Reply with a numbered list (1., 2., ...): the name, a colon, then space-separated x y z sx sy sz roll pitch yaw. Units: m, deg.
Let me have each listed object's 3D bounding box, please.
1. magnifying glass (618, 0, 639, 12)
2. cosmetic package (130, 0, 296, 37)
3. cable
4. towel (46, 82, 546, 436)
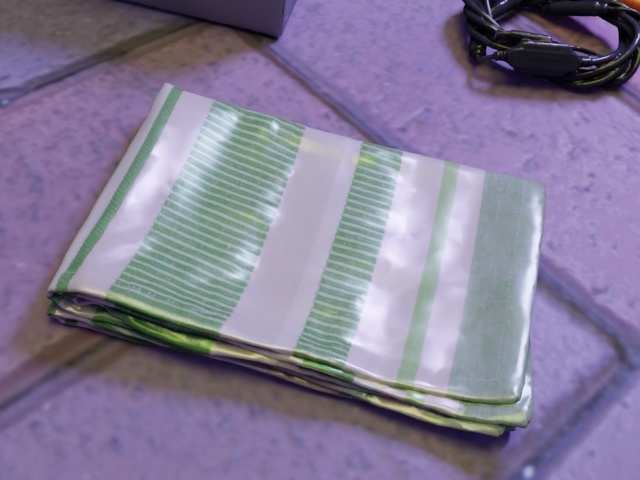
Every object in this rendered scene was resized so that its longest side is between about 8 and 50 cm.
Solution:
1. magnifying glass: 0.243 -0.293 0.963 0.231 0.026 0.092 30 51 15
2. cosmetic package: -0.131 -0.286 0.825 0.238 0.127 0.107 13 48 -1
3. cable: 0.228 -0.206 0.878 0.184 0.047 0.150 1 44 -5
4. towel: 0.000 0.000 0.659 0.325 0.038 0.248 14 48 3
